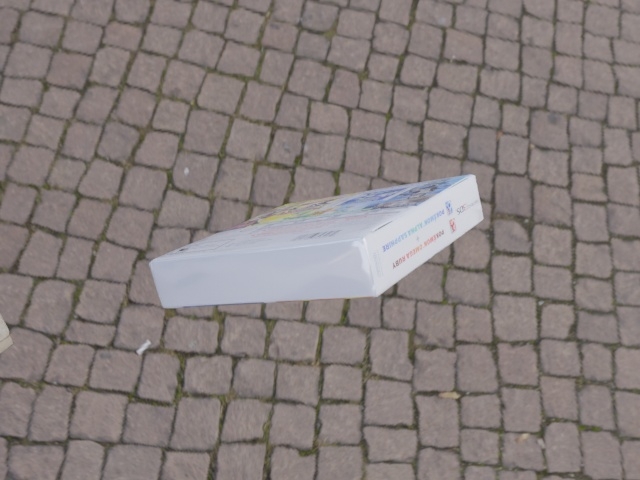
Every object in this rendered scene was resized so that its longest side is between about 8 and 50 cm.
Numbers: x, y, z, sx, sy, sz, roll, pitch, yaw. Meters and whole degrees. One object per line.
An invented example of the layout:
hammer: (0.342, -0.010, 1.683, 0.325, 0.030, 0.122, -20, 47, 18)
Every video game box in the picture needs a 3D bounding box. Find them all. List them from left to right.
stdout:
video game box: (0.000, 0.000, 0.564, 0.187, 0.205, 0.048, -31, 109, -51)

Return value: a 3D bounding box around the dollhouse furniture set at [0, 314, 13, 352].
dollhouse furniture set: (-0.384, -0.071, 0.381, 0.394, 0.256, 0.362, 28, 49, 30)
